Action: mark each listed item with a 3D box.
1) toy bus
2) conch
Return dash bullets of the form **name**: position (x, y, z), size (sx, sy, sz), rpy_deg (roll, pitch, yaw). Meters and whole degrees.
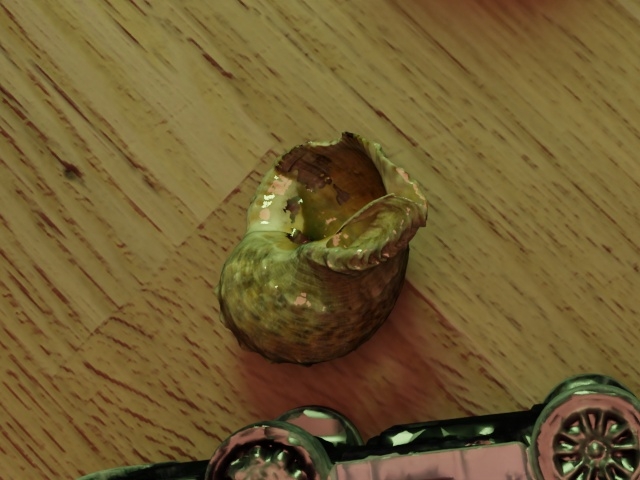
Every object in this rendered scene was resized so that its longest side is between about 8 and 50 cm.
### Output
- **toy bus**: position (0.068, 0.230, 1.028), size (0.440, 0.209, 0.249), rpy_deg (-8, 86, 8)
- **conch**: position (0.000, 0.000, 1.089), size (0.130, 0.207, 0.155), rpy_deg (-16, 73, -35)
